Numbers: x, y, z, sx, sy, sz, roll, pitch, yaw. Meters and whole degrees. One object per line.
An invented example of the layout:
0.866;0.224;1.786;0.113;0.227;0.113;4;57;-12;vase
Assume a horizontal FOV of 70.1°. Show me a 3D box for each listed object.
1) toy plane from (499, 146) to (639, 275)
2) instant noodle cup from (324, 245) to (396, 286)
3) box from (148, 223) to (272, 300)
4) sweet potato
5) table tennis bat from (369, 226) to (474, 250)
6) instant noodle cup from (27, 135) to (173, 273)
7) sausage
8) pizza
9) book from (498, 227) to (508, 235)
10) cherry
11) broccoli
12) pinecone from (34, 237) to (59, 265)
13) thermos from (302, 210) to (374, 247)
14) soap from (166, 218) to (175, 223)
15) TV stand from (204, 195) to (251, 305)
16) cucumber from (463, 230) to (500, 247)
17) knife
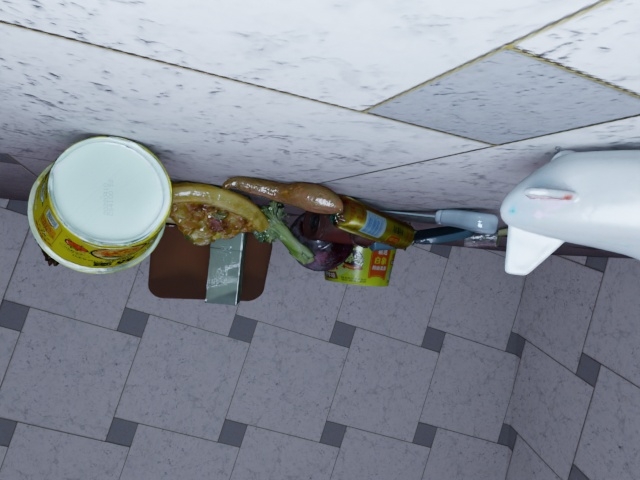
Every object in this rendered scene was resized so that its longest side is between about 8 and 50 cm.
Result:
0.286;-0.023;0.385;0.251;0.118;0.252;3;179;0;toy plane
0.140;0.042;1.630;0.310;0.222;0.311;5;179;0;instant noodle cup
-0.345;0.026;1.423;0.338;0.240;0.229;5;-156;-18;box
-0.063;-0.083;0.794;0.214;0.050;0.050;11;179;5;sweet potato
0.288;-0.010;1.311;0.328;0.044;0.215;-9;-173;-23;table tennis bat
-0.281;-0.051;0.602;0.182;0.183;0.144;6;169;-30;instant noodle cup
0.115;-0.036;1.025;0.082;0.082;0.371;5;175;34;sausage
-0.251;-0.046;1.021;0.292;0.058;0.197;19;137;-39;pizza
0.593;-0.021;1.228;0.160;0.024;0.228;3;178;3;book
-0.005;-0.004;1.309;0.194;0.195;0.195;6;179;0;cherry
-0.094;-0.009;1.160;0.204;0.118;0.122;43;162;27;broccoli
-0.653;-0.039;1.299;0.291;0.247;0.246;-6;-176;-25;pinecone
0.075;-0.034;1.181;0.231;0.099;0.124;7;174;-29;thermos
-0.416;-0.087;1.171;0.273;0.089;0.173;6;-179;-9;soap
-0.230;0.022;1.146;0.082;0.270;0.088;5;179;-4;TV stand
0.498;-0.008;1.412;0.111;0.064;0.064;2;178;22;cucumber
0.260;-0.053;1.038;0.080;0.044;0.331;3;-174;-31;knife
